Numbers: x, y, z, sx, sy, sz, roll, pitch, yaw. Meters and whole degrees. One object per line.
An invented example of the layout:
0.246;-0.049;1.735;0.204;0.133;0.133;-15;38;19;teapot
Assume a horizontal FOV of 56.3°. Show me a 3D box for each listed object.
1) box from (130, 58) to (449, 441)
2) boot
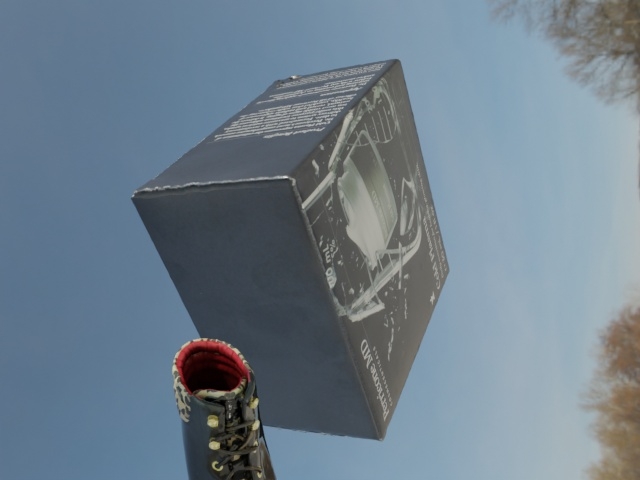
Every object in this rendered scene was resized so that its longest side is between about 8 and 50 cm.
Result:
0.000;0.000;1.065;0.472;0.297;0.480;-53;-47;-47;box
-0.069;0.213;0.515;0.085;0.236;0.179;-16;-57;-23;boot
